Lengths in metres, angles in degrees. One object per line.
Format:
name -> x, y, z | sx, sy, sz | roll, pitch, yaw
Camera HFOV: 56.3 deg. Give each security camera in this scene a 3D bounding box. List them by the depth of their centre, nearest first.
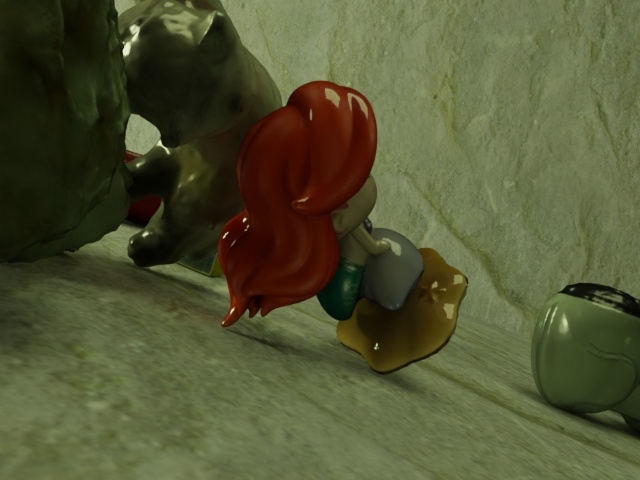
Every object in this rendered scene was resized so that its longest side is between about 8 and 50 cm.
security camera -> 0.428, 0.168, 0.837 | 0.277, 0.191, 0.197 | 20, 2, -4

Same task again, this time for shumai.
shumai -> -0.230, -0.143, 0.414 | 0.291, 0.330, 0.288 | -4, 5, 15

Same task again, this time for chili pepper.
chili pepper -> -0.314, -0.085, 1.187 | 0.131, 0.135, 0.338 | 5, -7, 36

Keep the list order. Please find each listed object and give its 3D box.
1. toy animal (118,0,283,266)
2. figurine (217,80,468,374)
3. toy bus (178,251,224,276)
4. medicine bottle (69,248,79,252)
toy animal -> -0.131, -0.091, 0.605 | 0.266, 0.308, 0.188 | 20, 10, -44
figurine -> 0.005, 0.001, 0.571 | 0.208, 0.181, 0.257 | -24, -57, 29
toy bus -> -0.134, -0.063, 0.852 | 0.081, 0.227, 0.074 | 19, -3, 15
medicine bottle -> -0.352, -0.046, 0.580 | 0.171, 0.052, 0.201 | 22, 3, 43
